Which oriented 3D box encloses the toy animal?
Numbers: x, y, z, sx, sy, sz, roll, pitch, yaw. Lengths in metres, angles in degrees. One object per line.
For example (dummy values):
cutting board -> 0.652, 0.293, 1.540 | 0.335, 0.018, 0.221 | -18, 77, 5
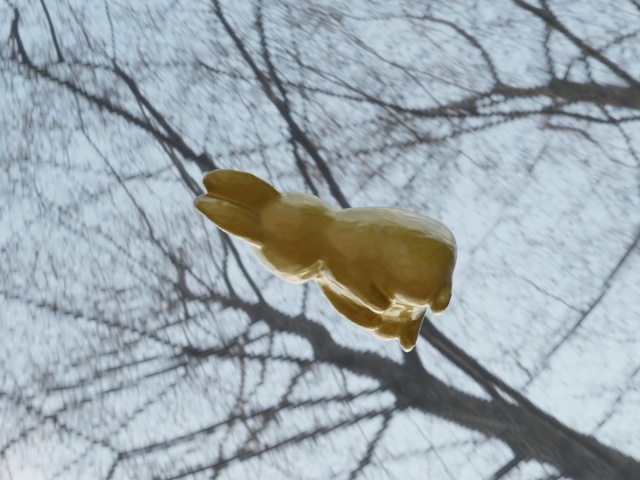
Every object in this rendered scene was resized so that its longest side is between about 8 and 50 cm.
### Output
toy animal -> 0.000, -0.002, 1.000 | 0.159, 0.083, 0.070 | 20, -40, -11
